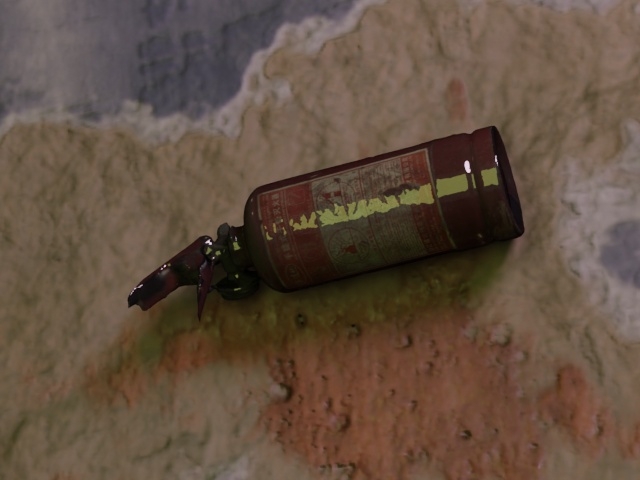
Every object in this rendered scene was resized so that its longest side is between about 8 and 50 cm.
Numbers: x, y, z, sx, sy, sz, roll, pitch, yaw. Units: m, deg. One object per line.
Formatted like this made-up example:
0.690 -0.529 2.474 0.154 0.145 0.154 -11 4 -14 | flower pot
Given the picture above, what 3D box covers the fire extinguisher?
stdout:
-0.001 -0.008 1.153 0.252 0.106 0.075 -13 94 11 | fire extinguisher
